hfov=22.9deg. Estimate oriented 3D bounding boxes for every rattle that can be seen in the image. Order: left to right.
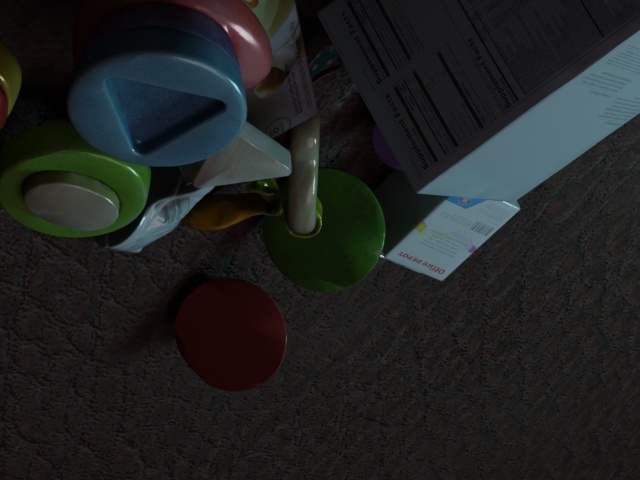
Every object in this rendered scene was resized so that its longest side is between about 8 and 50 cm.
[{"bbox_3d":[-0.054,-0.098,1.484,0.199,0.143,0.130,89,19,-53],"label":"rattle"}]

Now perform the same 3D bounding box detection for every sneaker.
[{"bbox_3d":[-0.143,-0.042,1.490,0.152,0.053,0.061,-35,157,9],"label":"sneaker"}]

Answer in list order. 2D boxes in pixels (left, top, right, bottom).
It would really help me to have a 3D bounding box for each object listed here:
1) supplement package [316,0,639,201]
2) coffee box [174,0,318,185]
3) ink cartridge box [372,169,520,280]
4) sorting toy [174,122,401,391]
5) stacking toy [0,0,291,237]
[{"bbox_3d":[0.182,-0.187,1.389,0.263,0.198,0.199,-37,161,26],"label":"supplement package"},{"bbox_3d":[-0.097,-0.178,1.307,0.141,0.098,0.246,-29,147,-11],"label":"coffee box"},{"bbox_3d":[0.121,-0.033,1.677,0.092,0.090,0.143,24,124,-38],"label":"ink cartridge box"},{"bbox_3d":[0.000,0.000,1.654,0.365,0.127,0.126,-49,175,14],"label":"sorting toy"},{"bbox_3d":[-0.175,-0.060,1.228,0.309,0.130,0.279,-13,144,15],"label":"stacking toy"}]
